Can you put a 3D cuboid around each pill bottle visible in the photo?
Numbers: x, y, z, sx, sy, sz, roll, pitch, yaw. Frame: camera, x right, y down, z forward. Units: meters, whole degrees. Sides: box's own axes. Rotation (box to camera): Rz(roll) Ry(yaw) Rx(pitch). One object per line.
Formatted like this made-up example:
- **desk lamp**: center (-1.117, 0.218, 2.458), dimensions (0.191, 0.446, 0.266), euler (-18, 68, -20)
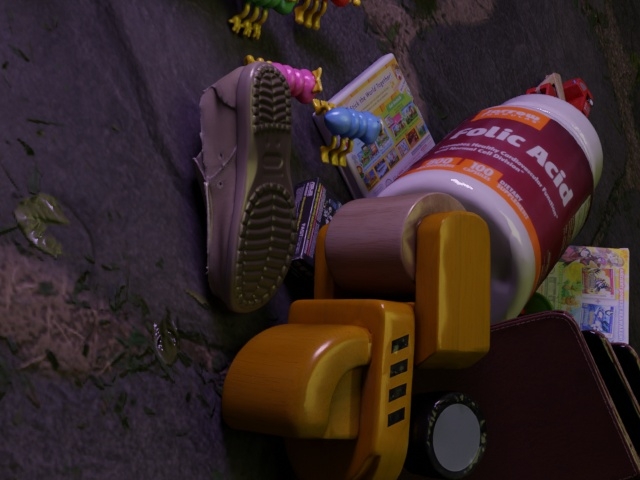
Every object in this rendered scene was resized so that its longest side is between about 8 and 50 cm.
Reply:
- **pill bottle**: center (0.229, -0.048, 1.497), dimensions (0.392, 0.224, 0.224), euler (-41, 110, -53)

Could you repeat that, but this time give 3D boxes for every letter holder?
- **letter holder**: center (0.220, 0.196, 1.353), dimensions (0.152, 0.302, 0.214), euler (-25, 90, -59)

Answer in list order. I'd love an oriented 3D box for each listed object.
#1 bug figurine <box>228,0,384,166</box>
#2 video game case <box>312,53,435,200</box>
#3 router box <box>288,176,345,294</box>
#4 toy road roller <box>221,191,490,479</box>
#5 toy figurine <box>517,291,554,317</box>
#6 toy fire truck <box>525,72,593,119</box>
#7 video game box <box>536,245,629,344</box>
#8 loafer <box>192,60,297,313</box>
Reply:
- **bug figurine**: center (-0.012, -0.236, 1.392), dimensions (0.216, 0.072, 0.279), euler (3, 71, -45)
- **video game case**: center (0.089, -0.125, 1.553), dimensions (0.227, 0.026, 0.206), euler (-46, 114, -51)
- **router box**: center (0.000, 0.000, 1.365), dimensions (0.092, 0.038, 0.122), euler (44, 44, -37)
- **toy road roller**: center (0.032, 0.107, 1.205), dimensions (0.241, 0.202, 0.329), euler (8, 82, -39)
- **toy figurine**: center (0.225, 0.091, 1.595), dimensions (0.159, 0.130, 0.173), euler (26, 34, -36)
- **toy fire truck**: center (0.436, -0.255, 2.067), dimensions (0.135, 0.047, 0.192), euler (55, 38, -23)
- **video game box**: center (0.367, 0.099, 1.712), dimensions (0.048, 0.187, 0.205), euler (76, 21, -54)
- **loafer**: center (-0.086, -0.056, 1.229), dimensions (0.102, 0.092, 0.268), euler (7, 87, -51)
